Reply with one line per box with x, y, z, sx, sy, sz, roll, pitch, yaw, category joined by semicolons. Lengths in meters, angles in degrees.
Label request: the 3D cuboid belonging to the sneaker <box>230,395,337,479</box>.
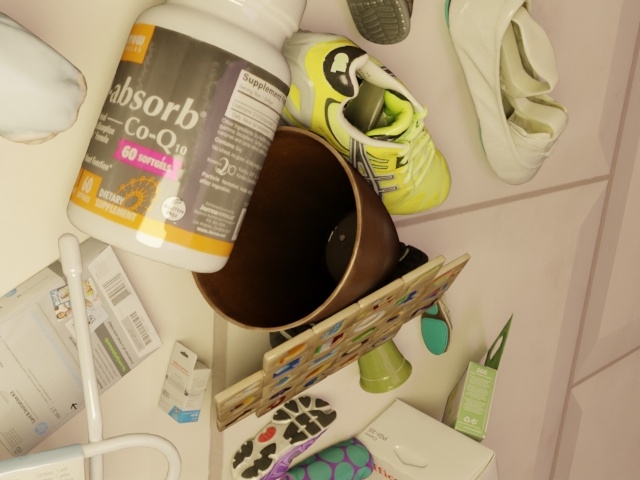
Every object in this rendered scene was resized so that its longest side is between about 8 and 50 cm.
-0.051;0.281;1.031;0.169;0.068;0.071;-33;143;-21;sneaker

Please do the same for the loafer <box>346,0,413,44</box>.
0.056;-0.351;0.864;0.251;0.094;0.087;71;31;-46;loafer

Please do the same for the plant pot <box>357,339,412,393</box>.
0.085;0.169;1.105;0.083;0.083;0.079;-36;117;-30;plant pot

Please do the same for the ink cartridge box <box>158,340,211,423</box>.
-0.157;0.164;0.872;0.028;0.048;0.083;8;101;-47;ink cartridge box

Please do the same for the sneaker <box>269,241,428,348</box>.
0.048;0.099;1.020;0.271;0.100;0.108;-24;131;-35;sneaker

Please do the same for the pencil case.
0.009;0.349;1.104;0.151;0.064;0.070;-15;100;-41;pencil case

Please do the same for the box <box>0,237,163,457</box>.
-0.264;0.106;0.748;0.186;0.038;0.145;-41;131;-28;box

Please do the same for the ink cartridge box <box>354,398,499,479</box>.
0.184;0.423;1.205;0.117;0.207;0.283;-37;129;-30;ink cartridge box

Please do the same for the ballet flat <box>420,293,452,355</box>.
0.189;0.110;1.197;0.052;0.057;0.168;-43;133;-38;ballet flat

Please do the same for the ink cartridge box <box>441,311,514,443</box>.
0.260;0.248;1.275;0.171;0.056;0.235;99;10;-58;ink cartridge box

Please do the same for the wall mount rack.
-0.301;0.165;0.631;0.349;0.130;0.304;-8;121;-28;wall mount rack

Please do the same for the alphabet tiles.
0.024;0.127;0.912;0.342;0.011;0.285;-28;162;-18;alphabet tiles

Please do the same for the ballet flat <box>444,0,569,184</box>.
0.300;-0.214;1.122;0.139;0.139;0.400;-50;135;-18;ballet flat

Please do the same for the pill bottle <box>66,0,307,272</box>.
-0.121;-0.122;0.710;0.162;0.162;0.279;18;92;-47;pill bottle

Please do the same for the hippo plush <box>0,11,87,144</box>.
-0.309;-0.076;0.474;0.234;0.294;0.237;36;87;-25;hippo plush

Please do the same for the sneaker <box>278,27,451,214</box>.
0.069;-0.118;0.915;0.384;0.147;0.145;28;84;-48;sneaker

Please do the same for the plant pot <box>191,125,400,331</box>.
0.000;0.000;0.873;0.230;0.215;0.216;14;96;-60;plant pot
